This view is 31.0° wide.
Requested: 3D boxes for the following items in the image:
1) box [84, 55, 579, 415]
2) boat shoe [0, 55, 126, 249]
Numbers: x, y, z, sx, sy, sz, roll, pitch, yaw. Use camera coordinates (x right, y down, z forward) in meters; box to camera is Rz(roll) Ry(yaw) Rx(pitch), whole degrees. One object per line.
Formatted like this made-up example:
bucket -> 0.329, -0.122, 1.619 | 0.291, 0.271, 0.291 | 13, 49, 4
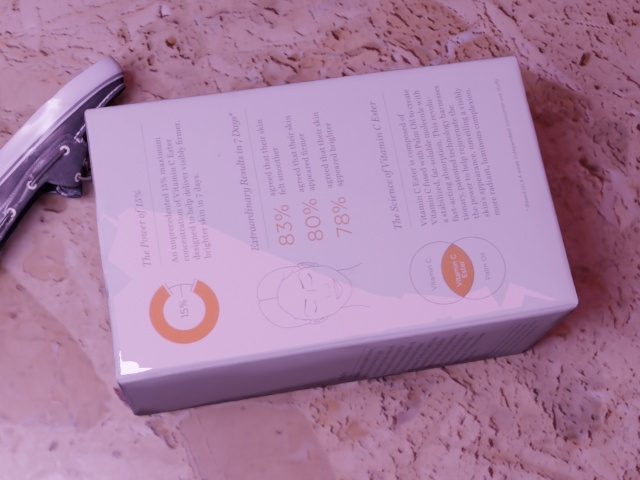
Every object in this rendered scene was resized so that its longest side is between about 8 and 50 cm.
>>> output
box -> 0.000, 0.000, 0.935 | 0.345, 0.168, 0.215 | -8, 73, -7
boat shoe -> -0.237, -0.059, 0.990 | 0.076, 0.080, 0.228 | 44, 70, -8
